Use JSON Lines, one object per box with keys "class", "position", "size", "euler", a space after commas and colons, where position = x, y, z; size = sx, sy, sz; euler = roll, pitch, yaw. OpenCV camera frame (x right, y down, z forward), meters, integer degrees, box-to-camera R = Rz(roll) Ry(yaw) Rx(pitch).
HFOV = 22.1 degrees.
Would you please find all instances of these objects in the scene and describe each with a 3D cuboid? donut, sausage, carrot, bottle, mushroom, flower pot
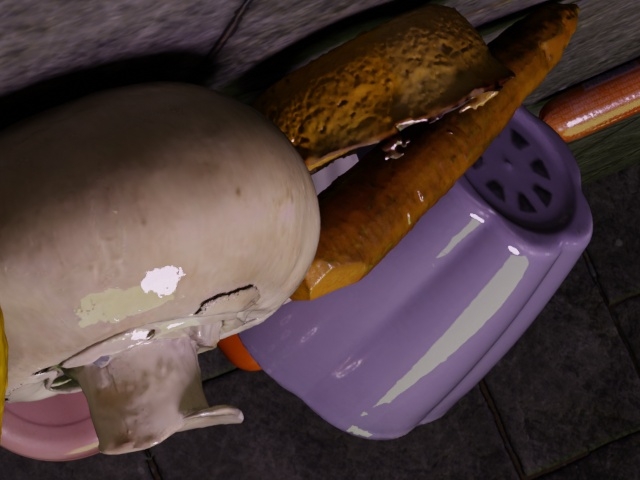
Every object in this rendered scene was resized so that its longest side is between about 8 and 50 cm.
{"class": "donut", "position": [0.022, -0.086, 1.035], "size": [0.146, 0.078, 0.181], "euler": [-28, -175, -38]}
{"class": "sausage", "position": [0.382, -0.184, 1.732], "size": [0.347, 0.053, 0.053], "euler": [-24, 175, 3]}
{"class": "carrot", "position": [0.085, -0.070, 1.158], "size": [0.314, 0.066, 0.066], "euler": [-43, -177, -23]}
{"class": "bottle", "position": [-0.235, 0.097, 1.420], "size": [0.206, 0.173, 0.297], "euler": [9, 174, -4]}
{"class": "mushroom", "position": [-0.114, 0.021, 0.920], "size": [0.246, 0.202, 0.246], "euler": [-18, 164, -5]}
{"class": "flower pot", "position": [0.089, 0.001, 1.382], "size": [0.243, 0.265, 0.265], "euler": [-40, 165, 37]}

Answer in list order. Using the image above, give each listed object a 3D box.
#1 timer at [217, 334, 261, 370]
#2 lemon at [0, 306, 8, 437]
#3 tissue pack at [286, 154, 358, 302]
{"class": "timer", "position": [0.000, 0.000, 1.709], "size": [0.250, 0.161, 0.257], "euler": [-41, 168, 19]}
{"class": "lemon", "position": [-0.226, 0.050, 0.580], "size": [0.228, 0.228, 0.253], "euler": [-21, 159, -24]}
{"class": "tissue pack", "position": [-0.091, 0.003, 1.216], "size": [0.185, 0.124, 0.225], "euler": [-26, 174, 34]}
